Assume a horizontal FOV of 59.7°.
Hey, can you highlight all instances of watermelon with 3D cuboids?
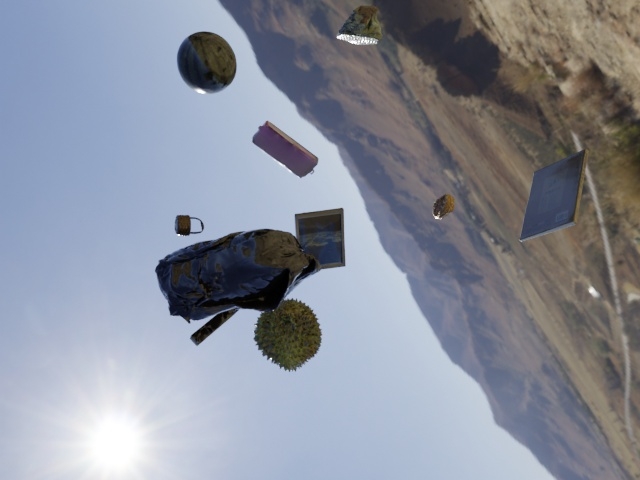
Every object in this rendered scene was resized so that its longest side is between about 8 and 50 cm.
[{"bbox_3d":[-0.397,-0.621,1.945,0.212,0.212,0.212,55,-170,-15],"label":"watermelon"}]

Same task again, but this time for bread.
[{"bbox_3d":[0.471,-0.128,2.139,0.044,0.110,0.083,14,-118,-21],"label":"bread"}]

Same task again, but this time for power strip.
[{"bbox_3d":[-0.136,-0.349,2.160,0.278,0.109,0.038,35,-143,-20],"label":"power strip"}]

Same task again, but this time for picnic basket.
[{"bbox_3d":[-0.393,-0.044,1.680,0.083,0.072,0.072,-1,-135,-26],"label":"picnic basket"}]

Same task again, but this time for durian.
[{"bbox_3d":[-0.123,0.348,2.110,0.225,0.291,0.291,98,150,-58],"label":"durian"}]

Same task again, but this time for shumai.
[{"bbox_3d":[0.148,-0.850,2.174,0.184,0.184,0.142,-49,-33,-80],"label":"shumai"}]

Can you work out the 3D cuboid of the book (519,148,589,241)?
[{"bbox_3d":[0.785,-0.150,1.876,0.021,0.217,0.310,33,-119,-18],"label":"book"}]

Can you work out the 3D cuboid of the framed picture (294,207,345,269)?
[{"bbox_3d":[0.000,0.000,2.109,0.023,0.188,0.260,-108,13,-58],"label":"framed picture"}]

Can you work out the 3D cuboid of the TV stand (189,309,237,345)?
[{"bbox_3d":[-0.322,0.252,1.800,0.036,0.042,0.249,45,-132,5],"label":"TV stand"}]

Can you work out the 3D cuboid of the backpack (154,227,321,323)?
[{"bbox_3d":[-0.226,0.099,1.624,0.363,0.445,0.255,-3,-106,-64],"label":"backpack"}]
